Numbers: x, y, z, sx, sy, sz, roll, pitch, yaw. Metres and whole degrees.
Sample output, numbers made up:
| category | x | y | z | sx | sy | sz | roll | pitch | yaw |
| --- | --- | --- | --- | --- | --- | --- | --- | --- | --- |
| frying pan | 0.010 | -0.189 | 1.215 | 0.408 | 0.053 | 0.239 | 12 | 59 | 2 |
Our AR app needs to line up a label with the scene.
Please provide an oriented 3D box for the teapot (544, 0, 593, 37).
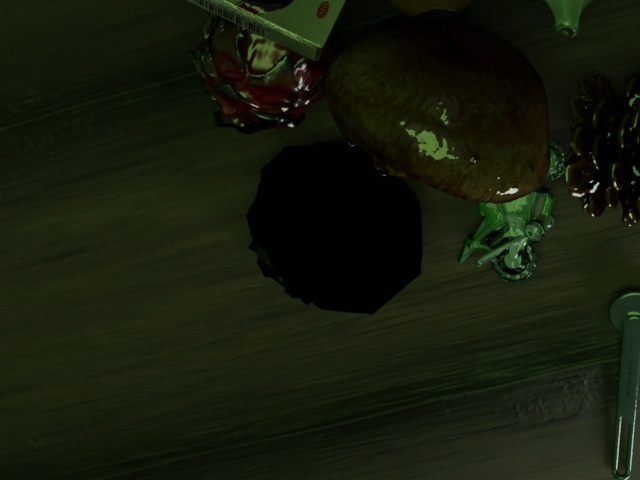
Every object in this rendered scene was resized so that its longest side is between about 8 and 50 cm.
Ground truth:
| category | x | y | z | sx | sy | sz | roll | pitch | yaw |
| --- | --- | --- | --- | --- | --- | --- | --- | --- | --- |
| teapot | 0.333 | -0.398 | 1.709 | 0.318 | 0.149 | 0.220 | -33 | 100 | 18 |

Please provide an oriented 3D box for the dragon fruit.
| category | x | y | z | sx | sy | sz | roll | pitch | yaw |
| --- | --- | --- | --- | --- | --- | --- | --- | --- | --- |
| dragon fruit | -0.066 | -0.221 | 1.809 | 0.182 | 0.182 | 0.189 | -11 | 135 | 12 |

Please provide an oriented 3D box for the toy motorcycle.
| category | x | y | z | sx | sy | sz | roll | pitch | yaw |
| --- | --- | --- | --- | --- | --- | --- | --- | --- | --- |
| toy motorcycle | 0.235 | -0.043 | 1.875 | 0.106 | 0.074 | 0.190 | 20 | 110 | 13 |

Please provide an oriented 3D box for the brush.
| category | x | y | z | sx | sy | sz | roll | pitch | yaw |
| --- | --- | --- | --- | --- | --- | --- | --- | --- | --- |
| brush | 0.391 | 0.185 | 1.944 | 0.062 | 0.027 | 0.266 | 4 | 111 | 8 |

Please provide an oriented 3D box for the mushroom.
| category | x | y | z | sx | sy | sz | roll | pitch | yaw |
| --- | --- | --- | --- | --- | --- | --- | --- | --- | --- |
| mushroom | 0.131 | -0.157 | 1.762 | 0.283 | 0.263 | 0.195 | 17 | 109 | 42 |

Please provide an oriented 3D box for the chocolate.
| category | x | y | z | sx | sy | sz | roll | pitch | yaw |
| --- | --- | --- | --- | --- | --- | --- | --- | --- | --- |
| chocolate | 0.000 | 0.000 | 1.909 | 0.224 | 0.206 | 0.177 | 50 | 152 | 3 |

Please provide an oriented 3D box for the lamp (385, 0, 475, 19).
| category | x | y | z | sx | sy | sz | roll | pitch | yaw |
| --- | --- | --- | --- | --- | --- | --- | --- | --- | --- |
| lamp | 0.128 | -0.321 | 1.772 | 0.136 | 0.136 | 0.136 | 3 | 107 | 8 |

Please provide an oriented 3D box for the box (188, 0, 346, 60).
| category | x | y | z | sx | sy | sz | roll | pitch | yaw |
| --- | --- | --- | --- | --- | --- | --- | --- | --- | --- |
| box | -0.022 | -0.404 | 1.726 | 0.214 | 0.069 | 0.353 | 25 | 81 | 1 |

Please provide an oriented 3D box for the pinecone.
| category | x | y | z | sx | sy | sz | roll | pitch | yaw |
| --- | --- | --- | --- | --- | --- | --- | --- | --- | --- |
| pinecone | 0.394 | -0.110 | 1.777 | 0.212 | 0.169 | 0.186 | -7 | 120 | 24 |
